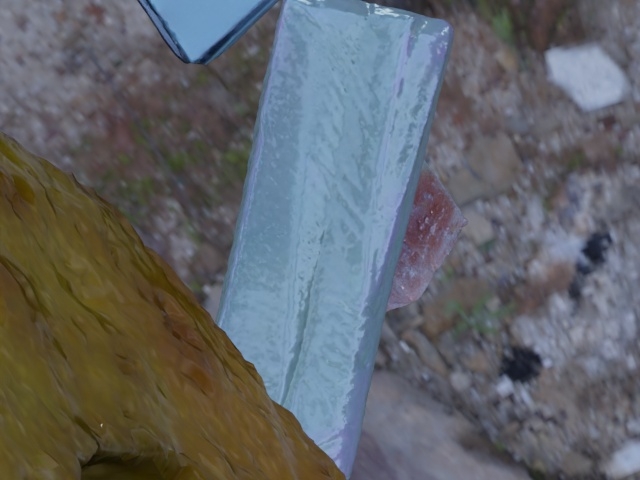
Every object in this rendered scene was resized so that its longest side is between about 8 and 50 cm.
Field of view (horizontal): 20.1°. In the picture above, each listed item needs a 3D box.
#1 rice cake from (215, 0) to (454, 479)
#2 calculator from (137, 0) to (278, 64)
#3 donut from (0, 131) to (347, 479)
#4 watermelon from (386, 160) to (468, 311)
[{"bbox_3d":[-0.001,0.001,0.799,0.080,0.042,0.222,14,81,-7],"label":"rice cake"},{"bbox_3d":[-0.065,-0.130,0.509,0.057,0.018,0.172,-41,78,25],"label":"calculator"},{"bbox_3d":[-0.059,0.097,0.376,0.110,0.303,0.303,-39,62,10],"label":"donut"},{"bbox_3d":[0.031,-0.007,0.932,0.072,0.092,0.084,32,91,19],"label":"watermelon"}]
